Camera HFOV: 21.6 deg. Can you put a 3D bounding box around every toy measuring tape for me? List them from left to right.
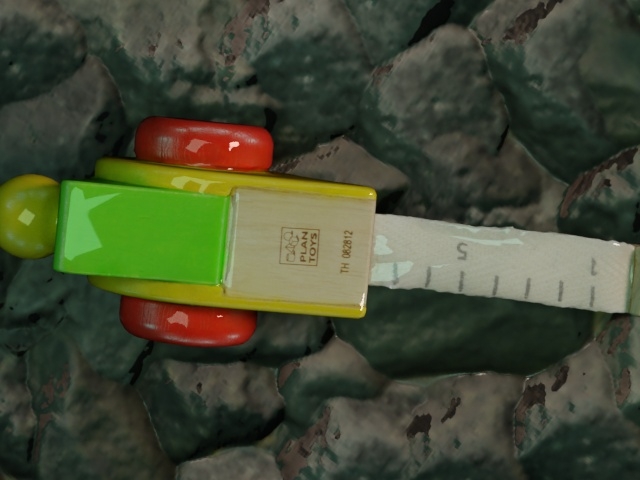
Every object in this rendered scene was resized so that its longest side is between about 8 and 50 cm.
[{"bbox_3d":[0.000,0.000,0.843,0.330,0.121,0.121,5,94,-11],"label":"toy measuring tape"}]
